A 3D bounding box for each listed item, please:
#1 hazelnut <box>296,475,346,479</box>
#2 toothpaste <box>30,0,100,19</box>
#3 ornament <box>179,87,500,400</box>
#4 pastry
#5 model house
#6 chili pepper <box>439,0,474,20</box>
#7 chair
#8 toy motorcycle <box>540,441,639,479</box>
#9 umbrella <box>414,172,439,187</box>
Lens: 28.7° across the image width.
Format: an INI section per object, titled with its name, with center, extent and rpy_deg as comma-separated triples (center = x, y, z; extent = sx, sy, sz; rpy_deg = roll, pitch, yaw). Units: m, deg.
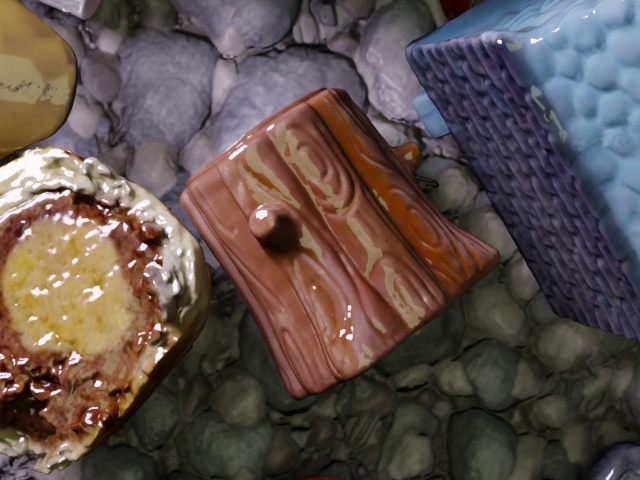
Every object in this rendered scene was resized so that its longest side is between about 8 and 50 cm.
[hazelnut]
center = 0.009, 0.312, 1.140
extent = 0.170, 0.160, 0.201
rpy_deg = -42, 99, 1
[toothpaste]
center = -0.352, -0.290, 1.146
extent = 0.323, 0.066, 0.100
rpy_deg = 22, 97, 1
[ornament]
center = 0.000, 0.000, 1.105
extent = 0.235, 0.221, 0.217
rpy_deg = -35, 90, 26
[pastry]
center = -0.222, 0.058, 1.121
extent = 0.237, 0.170, 0.256
rpy_deg = 41, 95, 16
[model house]
center = 0.276, -0.082, 1.106
extent = 0.360, 0.339, 0.297
rpy_deg = 57, 45, -16
[chili pepper]
center = 0.164, -0.318, 1.042
extent = 0.092, 0.368, 0.137
rpy_deg = -22, 79, -16
[chair]
center = -0.357, -0.152, 1.096
extent = 0.247, 0.172, 0.158
rpy_deg = 7, 93, -28
[toy motorcycle]
center = 0.308, 0.252, 1.178
extent = 0.307, 0.108, 0.173
rpy_deg = -44, 88, -2
[umbrella]
center = 0.055, -0.070, 1.195
extent = 0.122, 0.022, 0.013
rpy_deg = 17, 118, 7
